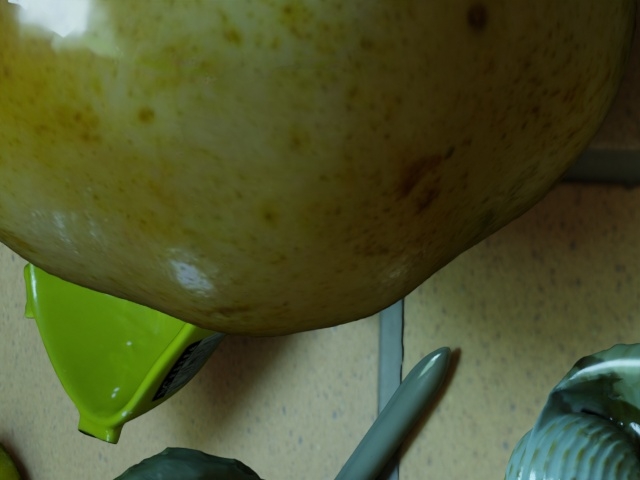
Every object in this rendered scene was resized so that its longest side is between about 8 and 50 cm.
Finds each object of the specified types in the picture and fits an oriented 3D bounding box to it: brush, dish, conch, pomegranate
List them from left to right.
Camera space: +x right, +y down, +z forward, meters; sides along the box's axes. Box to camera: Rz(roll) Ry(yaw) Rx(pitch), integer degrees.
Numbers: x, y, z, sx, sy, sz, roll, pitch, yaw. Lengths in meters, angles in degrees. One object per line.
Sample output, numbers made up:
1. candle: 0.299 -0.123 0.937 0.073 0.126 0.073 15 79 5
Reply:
1. dish: -0.105 0.008 1.366 0.262 0.108 0.221 -60 45 34
2. pomegranate: -0.030 -0.140 1.037 0.416 0.417 0.416 1 91 55
3. brush: 0.015 0.173 1.261 0.299 0.039 0.042 -56 8 36
4. conch: 0.170 0.119 0.976 0.153 0.102 0.135 5 82 23

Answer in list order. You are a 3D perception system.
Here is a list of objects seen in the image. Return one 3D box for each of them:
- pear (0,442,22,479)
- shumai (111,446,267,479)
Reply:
1. pear: -0.317 0.223 1.683 0.141 0.104 0.141 -6 79 32
2. shumai: -0.056 0.353 1.140 0.323 0.324 0.397 27 107 25
